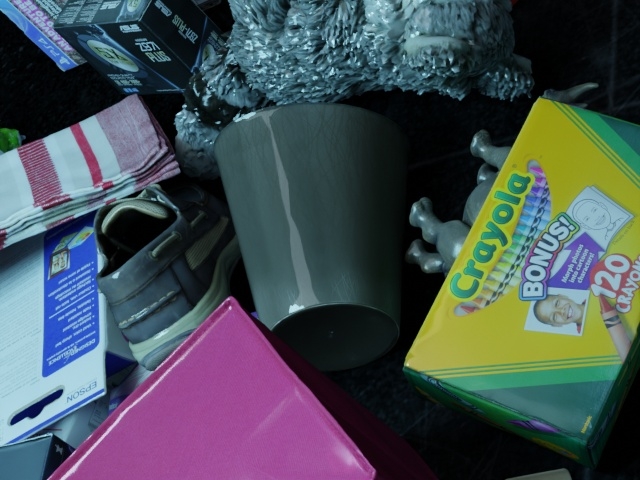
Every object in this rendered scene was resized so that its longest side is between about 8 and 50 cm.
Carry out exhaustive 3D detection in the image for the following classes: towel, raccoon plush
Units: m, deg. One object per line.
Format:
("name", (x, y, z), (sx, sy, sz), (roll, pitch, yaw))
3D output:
("towel", (-0.334, -0.067, 1.571), (0.329, 0.037, 0.237), (-24, 27, -8))
("raccoon plush", (0.040, -0.160, 1.471), (0.299, 0.216, 0.446), (53, 138, 29))

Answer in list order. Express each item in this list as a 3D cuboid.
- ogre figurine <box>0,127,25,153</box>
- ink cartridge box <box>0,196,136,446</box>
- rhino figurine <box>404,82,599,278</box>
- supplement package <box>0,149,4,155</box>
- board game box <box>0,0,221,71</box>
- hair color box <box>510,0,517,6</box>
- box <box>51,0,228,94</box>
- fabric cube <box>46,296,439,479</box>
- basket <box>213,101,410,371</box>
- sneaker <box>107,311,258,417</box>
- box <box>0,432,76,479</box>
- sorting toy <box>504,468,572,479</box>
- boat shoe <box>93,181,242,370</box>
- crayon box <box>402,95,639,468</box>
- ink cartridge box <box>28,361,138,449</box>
("ogre figurine", (-0.490, -0.124, 1.893), (0.118, 0.197, 0.096), (-6, 82, 18))
("ink cartridge box", (-0.289, 0.085, 1.496), (0.176, 0.069, 0.371), (-30, 36, 15))
("rhino figurine", (0.186, -0.056, 1.298), (0.243, 0.073, 0.106), (-49, 49, -7))
("supplement package", (-0.492, 0.018, 1.766), (0.262, 0.145, 0.204), (-13, 50, 33))
("board game box", (-0.306, -0.396, 1.883), (0.291, 0.232, 0.141), (-17, 47, 29))
("hair color box", (0.147, -0.316, 1.532), (0.053, 0.093, 0.167), (-47, 40, -2))
("box", (-0.227, -0.261, 1.767), (0.180, 0.147, 0.077), (4, 60, 42))
("fabric cube", (-0.031, 0.253, 1.086), (0.254, 0.258, 0.259), (-44, 40, 1))
("basket", (0.000, 0.000, 1.347), (0.154, 0.204, 0.227), (110, 160, -52))
("sneaker", (-0.133, 0.136, 1.406), (0.236, 0.095, 0.104), (-36, 33, 13))
("box", (-0.249, 0.338, 1.260), (0.103, 0.184, 0.261), (-18, 48, 30))
("sorting toy", (0.168, 0.218, 1.109), (0.083, 0.012, 0.062), (-10, 48, -4))
("boat shoe", (-0.161, -0.001, 1.448), (0.132, 0.130, 0.355), (-31, 20, 7))
("crayon box", (0.206, 0.030, 1.160), (0.165, 0.081, 0.278), (20, 71, 23))
("ink cartridge box", (-0.277, 0.189, 1.499), (0.115, 0.067, 0.198), (-5, 53, 39))
